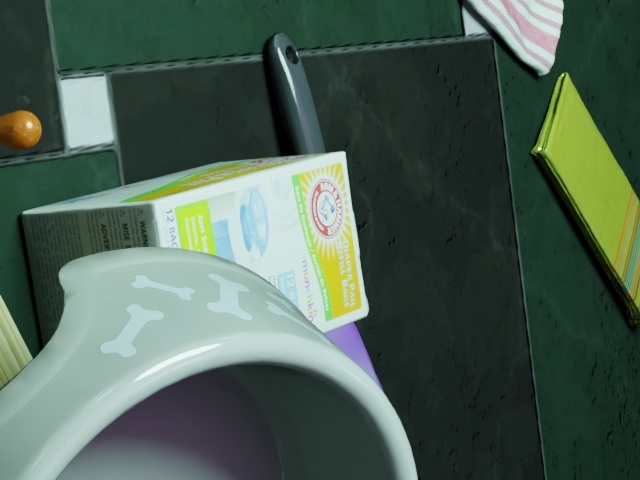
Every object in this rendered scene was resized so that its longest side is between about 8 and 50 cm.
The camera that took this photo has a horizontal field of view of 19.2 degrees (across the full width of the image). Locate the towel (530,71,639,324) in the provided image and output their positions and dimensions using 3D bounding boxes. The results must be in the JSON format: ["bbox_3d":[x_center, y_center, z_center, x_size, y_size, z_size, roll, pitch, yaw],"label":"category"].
[{"bbox_3d":[0.254,-0.034,1.715,0.237,0.021,0.102,54,40,-36],"label":"towel"}]

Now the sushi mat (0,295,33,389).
[{"bbox_3d":[-0.199,0.120,1.039,0.151,0.019,0.316,-48,125,-45],"label":"sushi mat"}]

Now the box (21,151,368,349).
[{"bbox_3d":[-0.071,0.016,1.161,0.203,0.103,0.114,-17,102,-55],"label":"box"}]

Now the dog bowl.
[{"bbox_3d":[-0.088,0.182,1.013,0.348,0.102,0.349,-17,116,-38],"label":"dog bowl"}]

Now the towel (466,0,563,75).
[{"bbox_3d":[0.174,-0.258,1.612,0.144,0.029,0.197,34,59,-48],"label":"towel"}]

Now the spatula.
[{"bbox_3d":[0.000,0.000,1.331,0.084,0.030,0.296,-18,101,-56],"label":"spatula"}]

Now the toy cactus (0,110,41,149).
[{"bbox_3d":[-0.222,-0.080,0.923,0.219,0.112,0.180,-62,151,-47],"label":"toy cactus"}]
